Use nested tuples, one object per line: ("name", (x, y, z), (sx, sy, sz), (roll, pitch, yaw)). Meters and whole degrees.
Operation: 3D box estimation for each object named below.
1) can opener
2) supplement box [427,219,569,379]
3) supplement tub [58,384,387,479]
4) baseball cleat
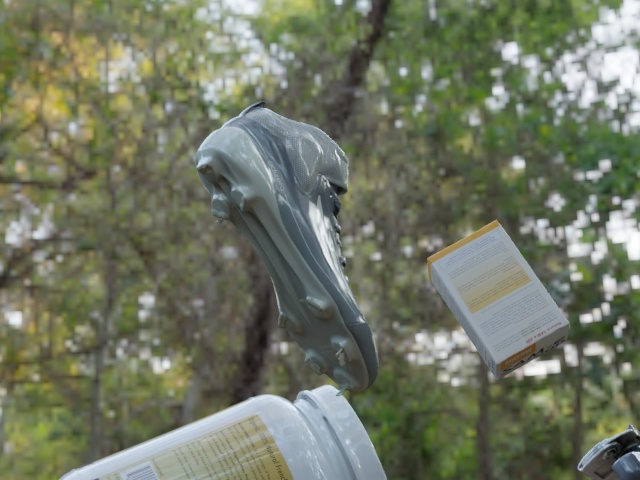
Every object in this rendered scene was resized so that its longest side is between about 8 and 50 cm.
("can opener", (0.384, 0.290, 1.751), (0.076, 0.095, 0.283), (-40, -39, 10))
("supplement box", (0.129, 0.043, 1.107), (0.062, 0.098, 0.036), (-28, -24, -8))
("supplement tub", (-0.099, 0.297, 1.597), (0.316, 0.228, 0.228), (-21, -14, -15))
("baseball cleat", (0.000, 0.000, 1.036), (0.072, 0.206, 0.109), (-9, 26, 51))
